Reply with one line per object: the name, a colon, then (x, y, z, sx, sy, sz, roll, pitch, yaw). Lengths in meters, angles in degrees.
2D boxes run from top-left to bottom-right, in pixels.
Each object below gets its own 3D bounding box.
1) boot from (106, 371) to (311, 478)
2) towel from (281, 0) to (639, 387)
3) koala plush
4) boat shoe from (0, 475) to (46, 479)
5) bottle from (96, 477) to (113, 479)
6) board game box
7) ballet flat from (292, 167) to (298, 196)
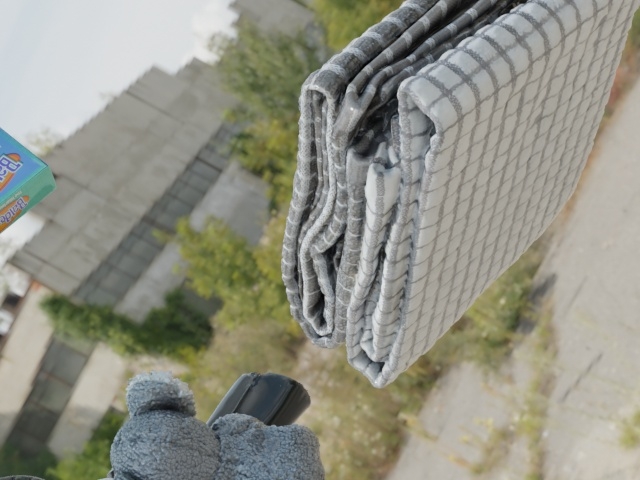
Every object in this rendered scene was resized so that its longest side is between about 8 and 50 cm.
boot: (-0.148, 0.276, 1.548, 0.247, 0.094, 0.207, -12, 26, 32)
towel: (0.084, -0.063, 0.772, 0.235, 0.121, 0.283, -40, -27, -29)
koala plush: (-0.130, 0.248, 1.230, 0.203, 0.221, 0.196, -27, 41, 53)
boat shoe: (-0.472, 0.374, 1.469, 0.120, 0.324, 0.122, 75, -154, -46)
bottle: (-0.253, 0.380, 1.310, 0.118, 0.092, 0.282, -15, -38, -25)
board game box: (-0.428, -0.079, 1.265, 0.160, 0.210, 0.047, -43, -24, -23)
ballet flat: (0.000, 0.000, 1.238, 0.067, 0.073, 0.206, -57, -29, -31)
